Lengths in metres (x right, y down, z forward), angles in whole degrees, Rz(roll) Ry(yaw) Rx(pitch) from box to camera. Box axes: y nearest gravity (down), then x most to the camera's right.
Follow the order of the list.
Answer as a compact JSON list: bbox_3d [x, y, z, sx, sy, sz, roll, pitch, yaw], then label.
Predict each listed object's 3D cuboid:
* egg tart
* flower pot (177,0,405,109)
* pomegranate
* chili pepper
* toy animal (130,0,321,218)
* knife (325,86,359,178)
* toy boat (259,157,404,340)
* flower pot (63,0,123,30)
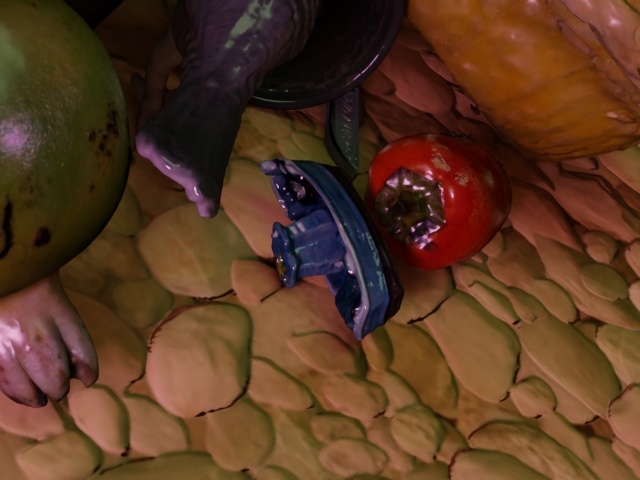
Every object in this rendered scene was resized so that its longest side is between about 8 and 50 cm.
[{"bbox_3d":[0.158,-0.189,0.977,0.388,0.169,0.388,45,15,-16],"label":"egg tart"},{"bbox_3d":[-0.029,-0.185,0.904,0.157,0.157,0.107,17,25,-23],"label":"flower pot"},{"bbox_3d":[-0.163,-0.021,0.590,0.210,0.180,0.180,64,33,-12],"label":"pomegranate"},{"bbox_3d":[0.070,-0.026,0.819,0.086,0.084,0.192,15,13,16],"label":"chili pepper"},{"bbox_3d":[-0.056,-0.117,0.746,0.081,0.206,0.367,33,50,-12],"label":"toy animal"},{"bbox_3d":[0.017,-0.117,0.965,0.028,0.015,0.210,27,35,-19],"label":"knife"},{"bbox_3d":[0.000,0.000,0.773,0.060,0.060,0.137,-14,58,-17],"label":"toy boat"},{"bbox_3d":[-0.187,-0.231,0.807,0.269,0.166,0.269,23,32,-15],"label":"flower pot"}]
